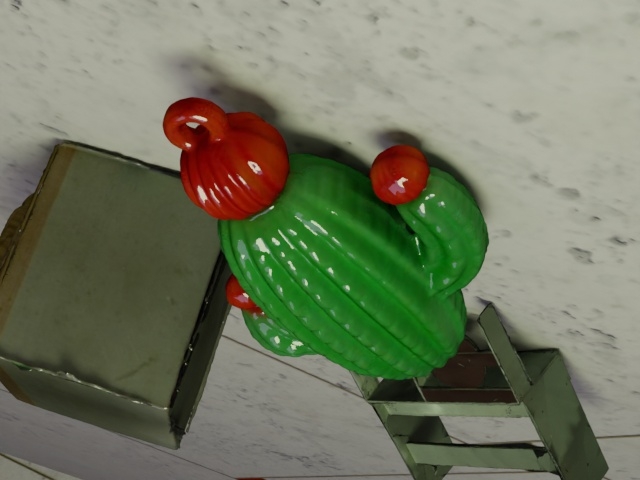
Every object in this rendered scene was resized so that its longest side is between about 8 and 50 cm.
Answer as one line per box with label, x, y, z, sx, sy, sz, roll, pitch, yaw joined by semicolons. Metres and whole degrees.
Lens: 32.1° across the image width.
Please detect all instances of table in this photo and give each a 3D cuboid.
table;0.107;0.113;0.819;0.146;0.062;0.175;-8;116;46

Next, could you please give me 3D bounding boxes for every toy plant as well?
toy plant;0.014;0.003;0.608;0.155;0.088;0.240;0;145;8

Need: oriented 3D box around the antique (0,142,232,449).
antique;-0.134;0.039;0.716;0.148;0.146;0.152;18;159;2
